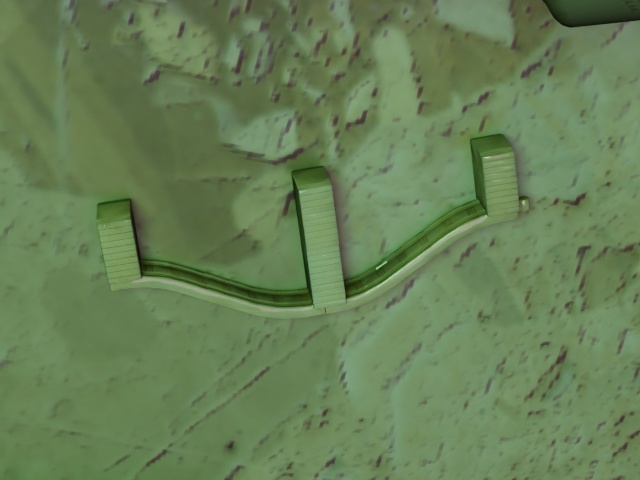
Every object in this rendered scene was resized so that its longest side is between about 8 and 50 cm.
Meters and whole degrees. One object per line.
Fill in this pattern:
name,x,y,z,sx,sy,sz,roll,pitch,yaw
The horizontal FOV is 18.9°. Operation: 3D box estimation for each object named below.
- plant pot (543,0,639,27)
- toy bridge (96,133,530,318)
plant pot,-0.020,-0.212,0.628,0.280,0.323,0.323,-9,112,12
toy bridge,0.000,0.000,0.836,0.188,0.026,0.063,-10,114,-5
